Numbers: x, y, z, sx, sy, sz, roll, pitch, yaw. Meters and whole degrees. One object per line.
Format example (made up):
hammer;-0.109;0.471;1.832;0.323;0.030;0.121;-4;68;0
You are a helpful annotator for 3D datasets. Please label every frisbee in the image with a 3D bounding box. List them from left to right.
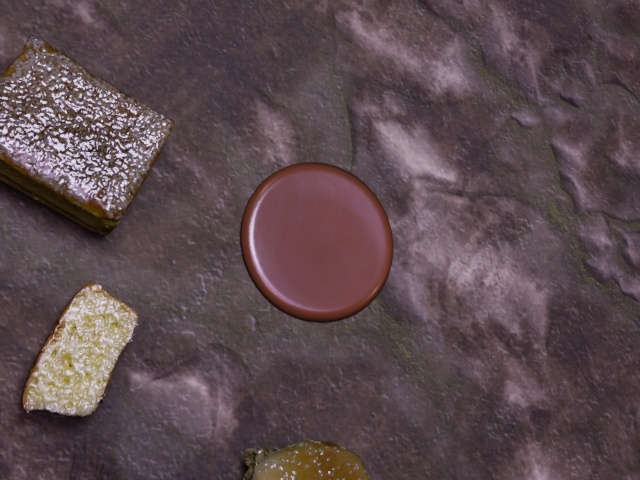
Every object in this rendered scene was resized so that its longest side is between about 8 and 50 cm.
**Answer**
frisbee;0.000;0.000;1.349;0.251;0.021;0.250;4;79;-20

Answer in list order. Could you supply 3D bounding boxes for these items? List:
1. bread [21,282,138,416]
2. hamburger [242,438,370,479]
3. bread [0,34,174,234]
bread;-0.318;0.153;1.170;0.103;0.065;0.187;26;69;-16
hamburger;-0.008;0.371;1.212;0.215;0.122;0.189;11;73;-21
bread;-0.344;-0.136;1.199;0.234;0.110;0.184;32;66;-14
